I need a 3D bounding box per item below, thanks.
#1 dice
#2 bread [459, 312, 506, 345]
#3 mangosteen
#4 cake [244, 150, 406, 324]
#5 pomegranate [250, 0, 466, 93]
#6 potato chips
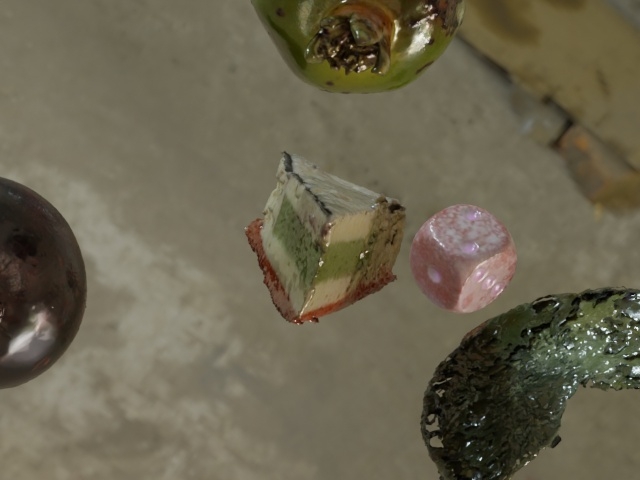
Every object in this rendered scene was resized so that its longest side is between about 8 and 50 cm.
[{"bbox_3d":[0.164,0.021,1.870,0.091,0.093,0.094,-25,53,-31],"label":"dice"},{"bbox_3d":[0.179,0.100,1.605,0.085,0.085,0.053,-37,112,-44],"label":"bread"},{"bbox_3d":[-0.350,0.040,1.662,0.228,0.228,0.265,26,2,-10],"label":"mangosteen"},{"bbox_3d":[-0.017,-0.007,1.178,0.117,0.086,0.220,21,12,16],"label":"cake"},{"bbox_3d":[0.022,-0.218,1.423,0.198,0.198,0.246,45,35,9],"label":"pomegranate"},{"bbox_3d":[0.173,0.100,1.184,0.029,0.220,0.202,61,22,-28],"label":"potato chips"}]
